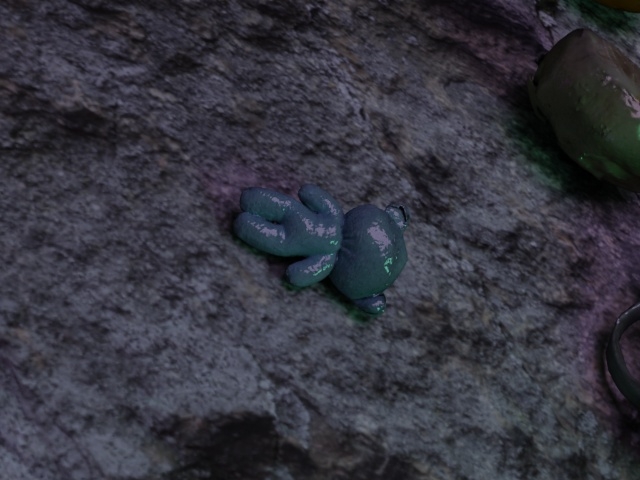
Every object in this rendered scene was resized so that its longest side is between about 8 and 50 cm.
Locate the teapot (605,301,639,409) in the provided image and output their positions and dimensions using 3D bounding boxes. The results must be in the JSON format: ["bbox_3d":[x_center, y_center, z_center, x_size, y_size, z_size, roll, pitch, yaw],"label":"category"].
[{"bbox_3d":[0.455,0.146,1.666,0.270,0.200,0.337,9,47,0],"label":"teapot"}]

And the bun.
[{"bbox_3d":[0.359,-0.153,1.862,0.239,0.141,0.239,38,17,-13],"label":"bun"}]

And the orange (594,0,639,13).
[{"bbox_3d":[0.454,-0.447,2.131,0.246,0.246,0.246,22,44,-23],"label":"orange"}]

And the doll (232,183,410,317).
[{"bbox_3d":[0.000,0.001,1.508,0.180,0.075,0.120,16,83,-2],"label":"doll"}]
